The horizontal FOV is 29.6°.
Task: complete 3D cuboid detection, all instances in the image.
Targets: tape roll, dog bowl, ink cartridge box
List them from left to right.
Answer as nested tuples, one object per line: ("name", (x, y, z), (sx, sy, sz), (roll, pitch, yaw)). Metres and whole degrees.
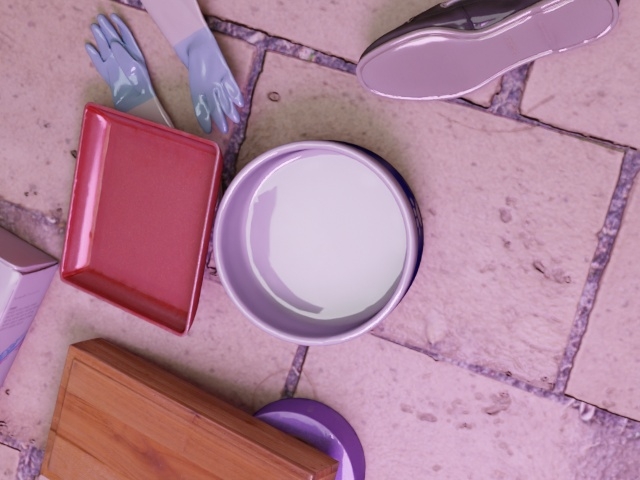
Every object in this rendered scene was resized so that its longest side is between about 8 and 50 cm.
("ink cartridge box", (-0.540, 0.114, 1.707), (0.226, 0.131, 0.306), (30, 101, 9))
("tape roll", (-0.038, 0.314, 1.639), (0.189, 0.080, 0.189), (2, 98, 13))
("dog bowl", (0.000, 0.000, 1.581), (0.265, 0.104, 0.265), (1, 96, 13))

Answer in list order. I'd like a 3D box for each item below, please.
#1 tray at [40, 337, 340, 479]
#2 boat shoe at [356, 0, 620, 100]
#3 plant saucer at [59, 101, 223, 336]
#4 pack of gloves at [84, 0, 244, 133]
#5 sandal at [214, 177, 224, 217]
("tray", (-0.186, 0.304, 1.608), (0.411, 0.076, 0.203), (23, 106, 27))
("boat shoe", (0.208, -0.263, 1.520), (0.335, 0.095, 0.112), (-15, 129, 18))
("plant saucer", (-0.233, -0.033, 1.615), (0.258, 0.048, 0.259), (20, 104, 36))
("pack of gloves", (-0.206, -0.229, 1.643), (0.195, 0.046, 0.232), (-24, 91, 29))
("sandal", (-0.200, -0.029, 1.652), (0.180, 0.049, 0.072), (-43, 86, 14))
